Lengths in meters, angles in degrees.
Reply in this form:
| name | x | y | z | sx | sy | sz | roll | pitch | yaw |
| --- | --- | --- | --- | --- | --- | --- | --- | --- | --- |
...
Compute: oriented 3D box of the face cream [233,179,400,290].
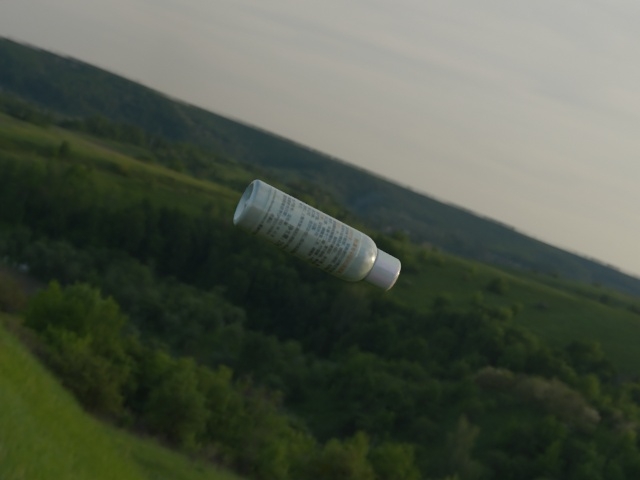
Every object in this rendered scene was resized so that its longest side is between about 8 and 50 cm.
| name | x | y | z | sx | sy | sz | roll | pitch | yaw |
| --- | --- | --- | --- | --- | --- | --- | --- | --- | --- |
| face cream | 0.000 | 0.000 | 1.625 | 0.269 | 0.082 | 0.082 | 28 | 2 | -15 |
